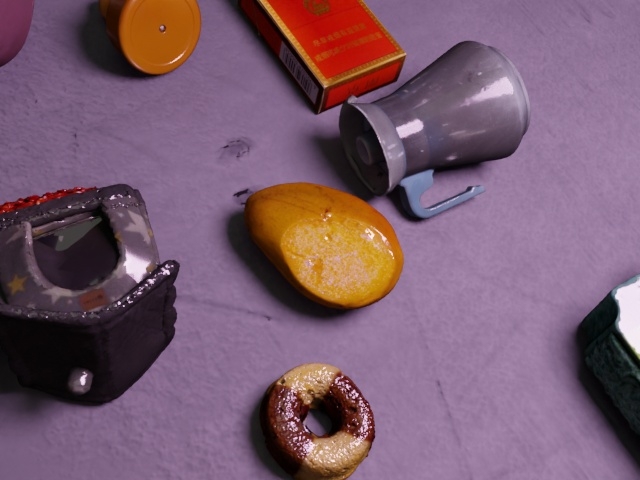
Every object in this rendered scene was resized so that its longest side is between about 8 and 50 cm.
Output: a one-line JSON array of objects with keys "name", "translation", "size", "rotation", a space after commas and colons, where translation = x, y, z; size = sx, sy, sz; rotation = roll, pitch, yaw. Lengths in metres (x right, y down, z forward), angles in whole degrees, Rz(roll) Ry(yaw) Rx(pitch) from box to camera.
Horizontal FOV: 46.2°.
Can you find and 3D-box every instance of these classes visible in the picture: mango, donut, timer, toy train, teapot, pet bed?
[{"name": "mango", "translation": [0.000, 0.001, 0.940], "size": [0.217, 0.102, 0.141], "rotation": [27, 84, 9]}, {"name": "donut", "translation": [-0.001, 0.201, 0.852], "size": [0.140, 0.059, 0.141], "rotation": [3, 61, -5]}, {"name": "timer", "translation": [-0.266, -0.323, 1.074], "size": [0.132, 0.132, 0.152], "rotation": [-36, 49, -25]}, {"name": "toy train", "translation": [0.472, 0.154, 0.914], "size": [0.238, 0.167, 0.299], "rotation": [-25, 67, -11]}, {"name": "teapot", "translation": [0.158, -0.147, 1.026], "size": [0.225, 0.171, 0.203], "rotation": [-24, 98, -14]}, {"name": "pet bed", "translation": [-0.245, 0.070, 0.789], "size": [0.183, 0.211, 0.159], "rotation": [-15, 63, -21]}]

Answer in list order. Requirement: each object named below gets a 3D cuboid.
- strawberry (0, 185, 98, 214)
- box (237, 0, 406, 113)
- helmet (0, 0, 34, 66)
[{"name": "strawberry", "translation": [-0.335, -0.019, 0.900], "size": [0.188, 0.082, 0.121], "rotation": [-32, 68, -21]}, {"name": "box", "translation": [-0.001, -0.319, 1.134], "size": [0.153, 0.074, 0.240], "rotation": [-28, 71, -19]}, {"name": "helmet", "translation": [-0.490, -0.357, 0.972], "size": [0.197, 0.271, 0.338], "rotation": [2, 50, -44]}]
